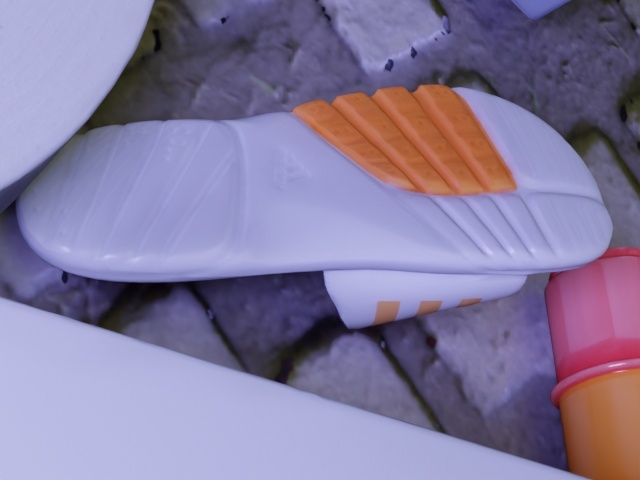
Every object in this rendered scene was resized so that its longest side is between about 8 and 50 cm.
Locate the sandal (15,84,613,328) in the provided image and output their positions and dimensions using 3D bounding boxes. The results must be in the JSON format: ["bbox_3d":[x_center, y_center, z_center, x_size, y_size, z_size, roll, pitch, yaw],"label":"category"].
[{"bbox_3d":[-0.003,-0.009,0.661,0.265,0.076,0.102,-2,54,-18],"label":"sandal"}]

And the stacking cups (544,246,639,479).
[{"bbox_3d":[0.157,0.159,0.698,0.096,0.096,0.316,15,55,-33],"label":"stacking cups"}]

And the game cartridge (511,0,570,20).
[{"bbox_3d":[0.203,-0.247,0.850,0.060,0.196,0.294,44,48,-13],"label":"game cartridge"}]

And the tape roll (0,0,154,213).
[{"bbox_3d":[-0.239,-0.161,0.533,0.392,0.072,0.392,18,57,-29],"label":"tape roll"}]

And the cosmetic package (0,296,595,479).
[{"bbox_3d":[-0.037,0.158,0.489,0.365,0.155,0.197,20,60,-31],"label":"cosmetic package"}]
